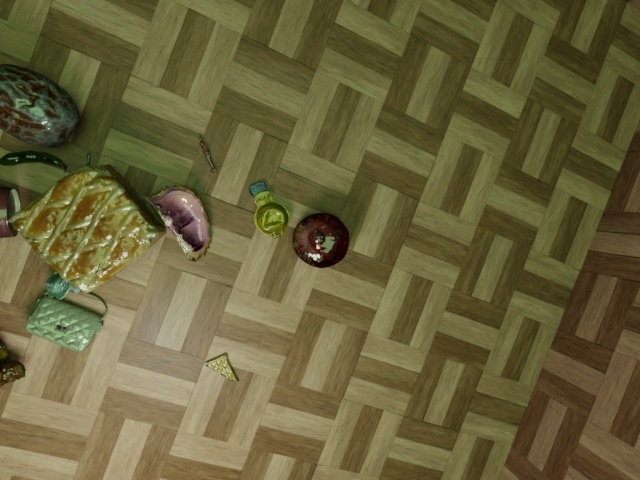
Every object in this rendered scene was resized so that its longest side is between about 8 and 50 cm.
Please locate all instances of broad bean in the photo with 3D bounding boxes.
[{"bbox_3d":[-1.084,-0.303,1.594,0.227,0.039,0.069,6,100,-14],"label":"broad bean"}]

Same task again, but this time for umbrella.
[{"bbox_3d":[-0.466,-0.351,1.742,0.027,0.025,0.165,-30,104,-31],"label":"umbrella"}]

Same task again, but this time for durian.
[{"bbox_3d":[-0.551,-0.081,1.709,0.191,0.112,0.341,-49,121,-35],"label":"durian"}]

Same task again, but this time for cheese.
[{"bbox_3d":[-0.221,-0.130,1.802,0.157,0.064,0.250,-23,91,-11],"label":"cheese"}]

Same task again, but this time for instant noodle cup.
[{"bbox_3d":[-1.191,-0.103,1.503,0.179,0.235,0.234,0,96,-22],"label":"instant noodle cup"}]

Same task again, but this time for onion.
[{"bbox_3d":[0.000,0.000,1.802,0.247,0.190,0.246,0,91,4],"label":"onion"}]

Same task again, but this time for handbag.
[{"bbox_3d":[-0.984,0.295,1.660,0.256,0.079,0.219,27,77,-16],"label":"handbag"}]

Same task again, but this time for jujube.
[{"bbox_3d":[-1.024,-0.470,1.500,0.308,0.215,0.246,19,92,-15],"label":"jujube"}]

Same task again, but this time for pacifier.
[{"bbox_3d":[-0.973,0.168,1.621,0.117,0.150,0.126,29,62,-53],"label":"pacifier"}]

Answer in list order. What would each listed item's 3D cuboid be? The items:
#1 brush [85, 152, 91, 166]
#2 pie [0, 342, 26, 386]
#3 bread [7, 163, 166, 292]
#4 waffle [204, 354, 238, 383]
[{"bbox_3d":[-0.904,-0.301,1.651,0.024,0.008,0.083,6,94,-10],"label":"brush"},{"bbox_3d":[-1.320,0.445,1.452,0.395,0.180,0.418,-33,141,-9],"label":"pie"},{"bbox_3d":[-0.828,-0.046,1.562,0.390,0.279,0.371,-37,100,-5],"label":"bread"},{"bbox_3d":[-0.429,0.576,1.844,0.098,0.023,0.152,-24,101,-8],"label":"waffle"}]
